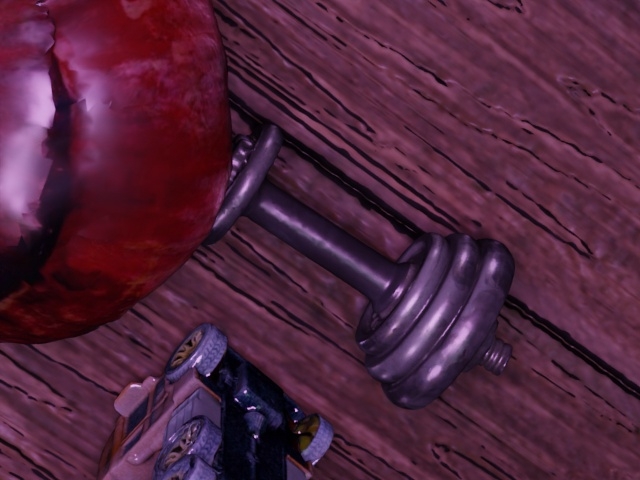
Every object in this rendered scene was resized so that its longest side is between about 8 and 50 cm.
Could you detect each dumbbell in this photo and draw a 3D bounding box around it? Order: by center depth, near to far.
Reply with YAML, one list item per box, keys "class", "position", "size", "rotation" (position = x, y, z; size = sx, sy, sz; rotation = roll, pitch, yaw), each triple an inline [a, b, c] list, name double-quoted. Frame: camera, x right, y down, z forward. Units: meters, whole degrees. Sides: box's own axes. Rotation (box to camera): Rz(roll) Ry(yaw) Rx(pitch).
- class: "dumbbell"
  position: [0.000, 0.000, 1.058]
  size: [0.254, 0.110, 0.110]
  rotation: [33, 102, -9]

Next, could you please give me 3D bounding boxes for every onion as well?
- class: "onion"
  position: [-0.167, -0.066, 0.955]
  size: [0.246, 0.190, 0.246]
  rotation: [-1, 87, 24]

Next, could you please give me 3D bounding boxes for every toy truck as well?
- class: "toy truck"
  position: [-0.073, 0.160, 1.021]
  size: [0.108, 0.256, 0.140]
  rotation: [41, 106, -18]
